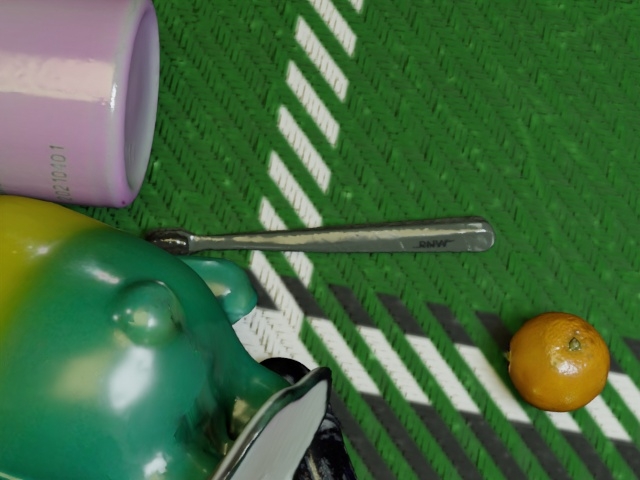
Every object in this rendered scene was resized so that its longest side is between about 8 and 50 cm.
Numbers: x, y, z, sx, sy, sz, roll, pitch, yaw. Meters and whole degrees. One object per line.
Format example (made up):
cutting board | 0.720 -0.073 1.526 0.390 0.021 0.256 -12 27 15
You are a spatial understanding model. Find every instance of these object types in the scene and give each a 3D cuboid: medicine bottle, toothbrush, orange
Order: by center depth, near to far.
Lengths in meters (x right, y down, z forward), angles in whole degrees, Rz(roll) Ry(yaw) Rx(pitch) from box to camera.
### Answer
medicine bottle | -0.284 -0.125 1.013 0.290 0.178 0.178 5 78 2
orange | 0.190 0.096 1.016 0.083 0.083 0.084 0 77 0
toothbrush | 0.000 0.000 1.062 0.297 0.030 0.030 -2 103 -2

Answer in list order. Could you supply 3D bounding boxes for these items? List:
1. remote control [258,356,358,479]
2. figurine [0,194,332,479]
remote control | -0.005 0.217 0.993 0.090 0.066 0.266 -18 78 -6
figurine | -0.181 0.092 0.928 0.340 0.231 0.323 27 44 15
